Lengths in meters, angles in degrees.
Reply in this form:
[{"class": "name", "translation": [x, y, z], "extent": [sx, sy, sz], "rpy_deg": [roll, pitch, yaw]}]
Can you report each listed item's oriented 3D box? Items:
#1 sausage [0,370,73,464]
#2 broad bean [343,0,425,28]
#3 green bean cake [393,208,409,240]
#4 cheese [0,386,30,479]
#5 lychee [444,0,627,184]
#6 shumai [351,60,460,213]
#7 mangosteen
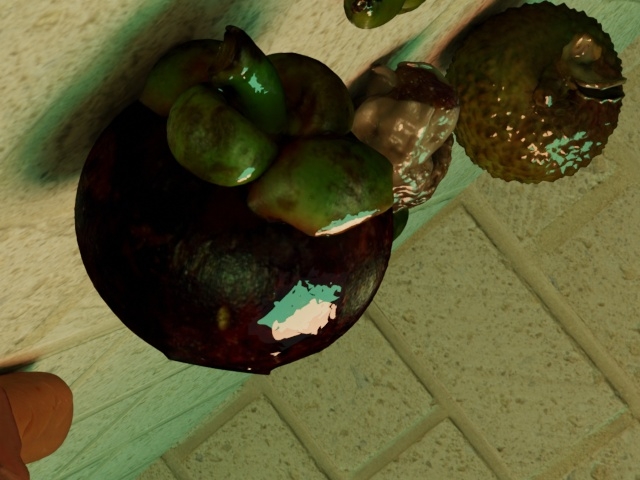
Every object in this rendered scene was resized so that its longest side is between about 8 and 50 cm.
[{"class": "sausage", "translation": [-0.407, 0.231, 1.661], "extent": [0.121, 0.121, 0.304], "rpy_deg": [-40, 171, 9]}, {"class": "broad bean", "translation": [0.066, -0.251, 1.360], "extent": [0.070, 0.048, 0.213], "rpy_deg": [-43, 174, 22]}, {"class": "green bean cake", "translation": [0.000, 0.000, 2.053], "extent": [0.247, 0.156, 0.250], "rpy_deg": [-41, 172, 23]}, {"class": "cheese", "translation": [-0.394, 0.177, 1.360], "extent": [0.128, 0.203, 0.177], "rpy_deg": [-43, -161, 18]}, {"class": "lychee", "translation": [0.304, -0.209, 1.883], "extent": [0.270, 0.270, 0.320], "rpy_deg": [-40, 168, 9]}, {"class": "shumai", "translation": [0.071, -0.143, 1.717], "extent": [0.218, 0.184, 0.185], "rpy_deg": [-25, 134, -11]}, {"class": "mangosteen", "translation": [-0.075, -0.029, 1.182], "extent": [0.311, 0.311, 0.311], "rpy_deg": [-38, 172, -7]}]
